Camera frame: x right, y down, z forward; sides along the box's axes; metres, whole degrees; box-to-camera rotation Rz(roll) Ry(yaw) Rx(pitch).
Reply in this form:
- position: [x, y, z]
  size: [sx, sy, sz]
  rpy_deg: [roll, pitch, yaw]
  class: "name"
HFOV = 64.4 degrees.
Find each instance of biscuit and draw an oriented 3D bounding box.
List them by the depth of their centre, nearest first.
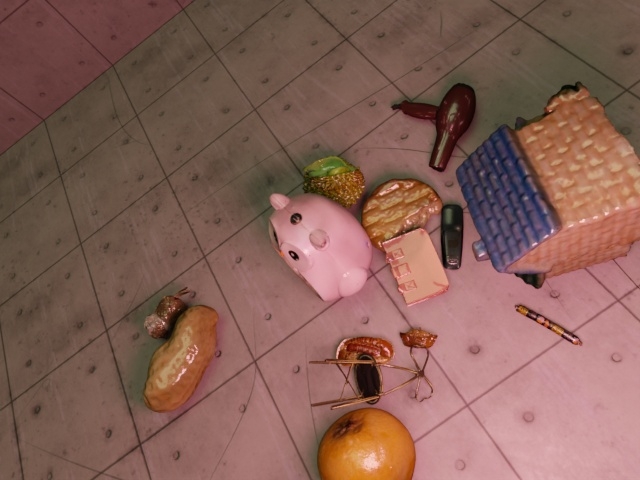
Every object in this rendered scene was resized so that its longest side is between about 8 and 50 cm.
- position: [0.258, -0.099, 1.705]
  size: [0.274, 0.091, 0.213]
  rpy_deg: [-37, 59, 5]
  class: "biscuit"

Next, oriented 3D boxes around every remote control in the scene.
- position: [0.419, -0.014, 1.614]
  size: [0.072, 0.042, 0.222]
  rpy_deg: [3, 68, 8]
  class: "remote control"

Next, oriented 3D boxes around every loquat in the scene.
- position: [0.121, 0.571, 1.341]
  size: [0.263, 0.263, 0.263]
  rpy_deg: [-10, 62, 20]
  class: "loquat"

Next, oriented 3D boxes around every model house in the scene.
- position: [0.570, -0.094, 1.350]
  size: [0.400, 0.445, 0.395]
  rpy_deg: [-24, 60, 12]
  class: "model house"

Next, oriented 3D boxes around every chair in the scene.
- position: [0.143, 0.397, 1.460]
  size: [0.170, 0.326, 0.159]
  rpy_deg: [150, 116, -61]
  class: "chair"

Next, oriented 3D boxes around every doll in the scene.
- position: [-0.564, 0.262, 1.884]
  size: [0.105, 0.115, 0.221]
  rpy_deg: [22, 78, 42]
  class: "doll"

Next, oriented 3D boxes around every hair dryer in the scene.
- position: [0.370, -0.419, 1.826]
  size: [0.340, 0.123, 0.312]
  rpy_deg: [21, 86, 42]
  class: "hair dryer"

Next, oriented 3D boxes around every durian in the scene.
- position: [0.043, -0.195, 1.788]
  size: [0.200, 0.176, 0.237]
  rpy_deg: [-17, 29, -37]
  class: "durian"

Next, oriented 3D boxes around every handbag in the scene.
- position: [0.294, 0.082, 1.582]
  size: [0.157, 0.059, 0.212]
  rpy_deg: [-22, 72, 5]
  class: "handbag"

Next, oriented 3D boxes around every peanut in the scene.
- position: [-0.475, 0.401, 1.747]
  size: [0.192, 0.169, 0.387]
  rpy_deg: [16, 69, 34]
  class: "peanut"

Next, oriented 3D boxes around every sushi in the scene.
- position: [0.292, 0.289, 1.516]
  size: [0.118, 0.061, 0.060]
  rpy_deg: [-1, 90, 18]
  class: "sushi"

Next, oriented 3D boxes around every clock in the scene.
- position: [0.000, 0.000, 1.604]
  size: [0.250, 0.376, 0.368]
  rpy_deg: [-43, 60, -6]
  class: "clock"

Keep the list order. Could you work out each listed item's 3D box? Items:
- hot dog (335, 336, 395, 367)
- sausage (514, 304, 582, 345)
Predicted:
- position: [0.138, 0.345, 1.562]
  size: [0.192, 0.053, 0.099]
  rpy_deg: [-5, 72, 24]
  class: "hot dog"
- position: [0.631, 0.233, 1.412]
  size: [0.198, 0.025, 0.028]
  rpy_deg: [34, 80, 34]
  class: "sausage"
